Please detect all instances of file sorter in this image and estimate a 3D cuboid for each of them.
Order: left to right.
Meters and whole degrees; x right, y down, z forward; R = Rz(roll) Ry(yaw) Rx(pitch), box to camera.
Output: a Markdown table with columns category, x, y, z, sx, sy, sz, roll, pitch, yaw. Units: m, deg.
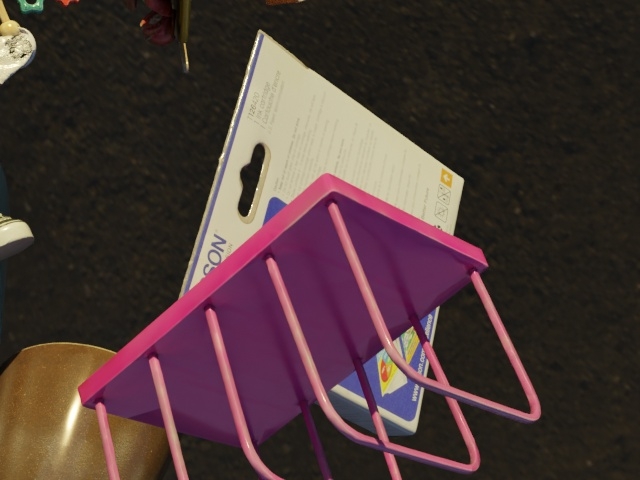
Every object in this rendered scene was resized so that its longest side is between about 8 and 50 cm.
| category | x | y | z | sx | sy | sz | roll | pitch | yaw |
| --- | --- | --- | --- | --- | --- | --- | --- | --- | --- |
| file sorter | -0.007 | 0.131 | 1.036 | 0.291 | 0.182 | 0.202 | -40 | 140 | 24 |

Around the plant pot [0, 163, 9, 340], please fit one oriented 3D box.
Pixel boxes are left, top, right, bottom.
| category | x | y | z | sx | sy | sz | roll | pitch | yaw |
| --- | --- | --- | --- | --- | --- | --- | --- | --- | --- |
| plant pot | -0.474 | -0.004 | 1.677 | 0.165 | 0.165 | 0.234 | 6 | 138 | -15 |

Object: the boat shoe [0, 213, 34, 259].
| category | x | y | z | sx | sy | sz | roll | pitch | yaw |
| --- | --- | --- | --- | --- | --- | --- | --- | --- | --- |
| boat shoe | -0.376 | -0.003 | 1.413 | 0.078 | 0.219 | 0.070 | -20 | 92 | -37 |

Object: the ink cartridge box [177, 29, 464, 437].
| category | x | y | z | sx | sy | sz | roll | pitch | yaw |
| --- | --- | --- | --- | --- | --- | --- | --- | --- | --- |
| ink cartridge box | 0.000 | 0.000 | 1.311 | 0.307 | 0.072 | 0.303 | 31 | 60 | -31 |

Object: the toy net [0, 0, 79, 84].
| category | x | y | z | sx | sy | sz | roll | pitch | yaw |
| --- | --- | --- | --- | --- | --- | --- | --- | --- | --- |
| toy net | -0.402 | -0.311 | 1.826 | 0.122 | 0.045 | 0.232 | 16 | 73 | -14 |

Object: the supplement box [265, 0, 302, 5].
| category | x | y | z | sx | sy | sz | roll | pitch | yaw |
| --- | --- | --- | --- | --- | --- | --- | --- | --- | --- |
| supplement box | -0.048 | -0.370 | 1.393 | 0.080 | 0.078 | 0.233 | -26 | 108 | -26 |

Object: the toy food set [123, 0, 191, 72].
| category | x | y | z | sx | sy | sz | roll | pitch | yaw |
| --- | --- | --- | --- | --- | --- | --- | --- | --- | --- |
| toy food set | -0.179 | -0.277 | 1.417 | 0.071 | 0.128 | 0.218 | -4 | 149 | -10 |

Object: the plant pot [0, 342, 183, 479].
| category | x | y | z | sx | sy | sz | roll | pitch | yaw |
| --- | --- | --- | --- | --- | --- | --- | --- | --- | --- |
| plant pot | -0.270 | 0.262 | 1.377 | 0.215 | 0.230 | 0.215 | 5 | 134 | 6 |
